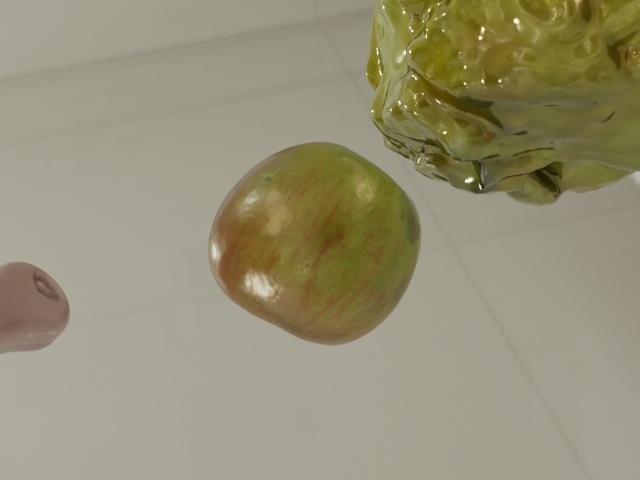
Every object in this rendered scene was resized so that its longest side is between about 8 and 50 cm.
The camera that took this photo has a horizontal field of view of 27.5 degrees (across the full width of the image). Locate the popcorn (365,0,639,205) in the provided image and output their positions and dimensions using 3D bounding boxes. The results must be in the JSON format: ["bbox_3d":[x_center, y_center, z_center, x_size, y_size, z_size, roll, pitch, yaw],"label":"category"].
[{"bbox_3d":[0.137,-0.118,0.723,0.266,0.233,0.192,13,-107,-66],"label":"popcorn"}]

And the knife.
[{"bbox_3d":[-0.250,0.086,0.865,0.081,0.043,0.336,47,-161,-2],"label":"knife"}]

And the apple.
[{"bbox_3d":[0.000,0.000,1.232,0.196,0.195,0.196,168,90,-83],"label":"apple"}]
